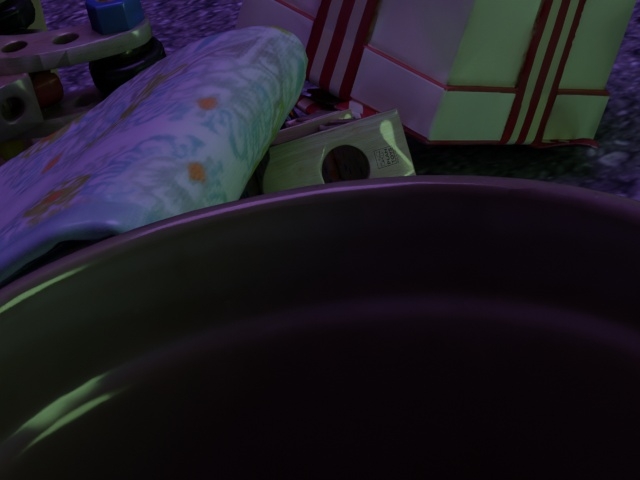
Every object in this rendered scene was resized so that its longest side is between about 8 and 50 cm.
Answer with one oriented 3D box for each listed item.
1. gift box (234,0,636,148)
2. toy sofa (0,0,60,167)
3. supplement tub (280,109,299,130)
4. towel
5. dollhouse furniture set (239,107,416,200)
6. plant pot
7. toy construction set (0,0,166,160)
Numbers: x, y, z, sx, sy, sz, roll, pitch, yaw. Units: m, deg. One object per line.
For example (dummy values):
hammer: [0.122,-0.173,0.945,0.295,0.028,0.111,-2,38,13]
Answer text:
gift box: [0.109,-0.196,1.421,0.255,0.258,0.276,-1,28,-43]
toy sofa: [-0.328,-0.215,1.573,0.150,0.362,0.177,-21,26,-22]
supplement tub: [-0.070,-0.052,1.400,0.117,0.117,0.190,-7,23,8]
towel: [-0.194,0.020,1.097,0.374,0.090,0.320,-30,18,25]
dollhouse furniture set: [0.000,0.000,1.243,0.101,0.161,0.182,-18,8,-14]
plant pot: [0.019,0.165,0.658,0.323,0.280,0.323,-9,23,4]
toy construction set: [-0.273,-0.093,1.399,0.237,0.309,0.257,-35,60,-26]
